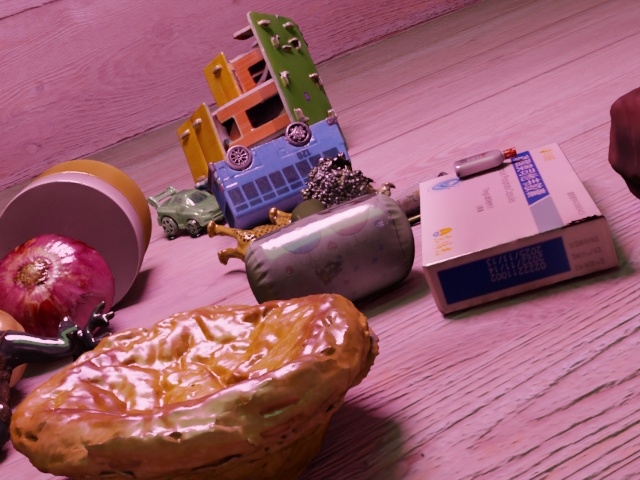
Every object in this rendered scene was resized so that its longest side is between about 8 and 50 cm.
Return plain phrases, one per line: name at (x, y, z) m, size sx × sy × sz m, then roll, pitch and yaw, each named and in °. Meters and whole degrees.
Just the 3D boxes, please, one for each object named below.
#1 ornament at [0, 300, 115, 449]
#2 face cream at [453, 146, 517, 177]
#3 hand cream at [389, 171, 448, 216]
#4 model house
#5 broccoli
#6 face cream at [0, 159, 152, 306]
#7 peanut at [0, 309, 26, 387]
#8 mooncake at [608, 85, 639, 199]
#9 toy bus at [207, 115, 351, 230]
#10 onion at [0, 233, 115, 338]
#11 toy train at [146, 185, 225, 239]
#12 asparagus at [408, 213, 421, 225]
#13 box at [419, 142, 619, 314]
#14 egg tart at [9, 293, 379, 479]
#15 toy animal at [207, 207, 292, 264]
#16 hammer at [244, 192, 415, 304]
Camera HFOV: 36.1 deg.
ornament at (-0.307, 0.163, 1.127) m, size 0.236 × 0.080 × 0.202 m, roll -5°, pitch 49°, yaw -4°
face cream at (0.217, -0.105, 1.296) m, size 0.083 × 0.021 × 0.040 m, roll -17°, pitch 15°, yaw 11°
hand cream at (0.111, -0.047, 1.431) m, size 0.194 × 0.042 × 0.067 m, roll -28°, pitch -10°, yaw -22°
model house at (-0.185, -0.245, 1.938) m, size 0.323 × 0.300 × 0.340 m, roll -25°, pitch -4°, yaw 27°
broccoli at (0.050, -0.077, 1.527) m, size 0.122 × 0.118 × 0.204 m, roll -46°, pitch -8°, yaw 16°
face cream at (-0.380, -0.006, 1.535) m, size 0.218 × 0.218 × 0.179 m, roll -19°, pitch 15°, yaw 2°
peanut at (-0.519, 0.163, 1.298) m, size 0.318 × 0.148 × 0.147 m, roll -11°, pitch 18°, yaw 32°
mooncake at (0.442, -0.105, 1.020) m, size 0.333 × 0.174 × 0.326 m, roll -1°, pitch 27°, yaw 45°
toy bus at (-0.062, -0.108, 1.653) m, size 0.234 × 0.134 × 0.116 m, roll -23°, pitch -13°, yaw -13°
onion at (-0.378, 0.077, 1.379) m, size 0.177 × 0.177 × 0.153 m, roll -30°, pitch -19°, yaw -32°
toy train at (-0.240, -0.057, 1.788) m, size 0.149 × 0.081 × 0.099 m, roll -3°, pitch 22°, yaw 44°
asparagus at (0.096, -0.017, 1.397) m, size 0.166 × 0.016 × 0.013 m, roll -20°, pitch -21°, yaw 3°
box at (0.224, -0.027, 1.191) m, size 0.200 × 0.065 × 0.343 m, roll -16°, pitch 16°, yaw 11°
egg tart at (-0.099, 0.148, 0.880) m, size 0.341 × 0.129 × 0.341 m, roll -17°, pitch 15°, yaw 5°
toy animal at (-0.065, 0.000, 1.453) m, size 0.181 × 0.073 × 0.136 m, roll -17°, pitch 19°, yaw -39°
hammer at (0.000, 0.000, 1.284) m, size 0.206 × 0.119 × 0.335 m, roll -19°, pitch 13°, yaw -3°
